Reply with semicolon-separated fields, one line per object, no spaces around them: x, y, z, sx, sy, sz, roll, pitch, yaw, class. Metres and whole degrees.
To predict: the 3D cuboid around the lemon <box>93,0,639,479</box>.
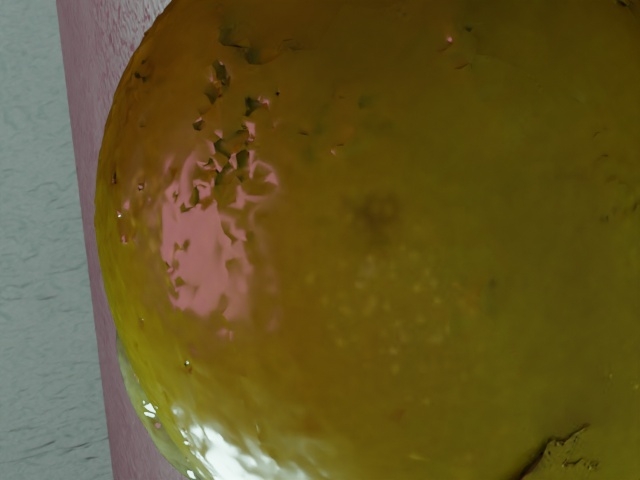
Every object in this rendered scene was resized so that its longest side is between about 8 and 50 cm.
0.028;0.003;0.504;0.173;0.173;0.206;-172;64;-79;lemon

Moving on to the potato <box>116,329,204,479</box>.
-0.028;0.033;0.934;0.154;0.137;0.200;-49;42;35;potato
